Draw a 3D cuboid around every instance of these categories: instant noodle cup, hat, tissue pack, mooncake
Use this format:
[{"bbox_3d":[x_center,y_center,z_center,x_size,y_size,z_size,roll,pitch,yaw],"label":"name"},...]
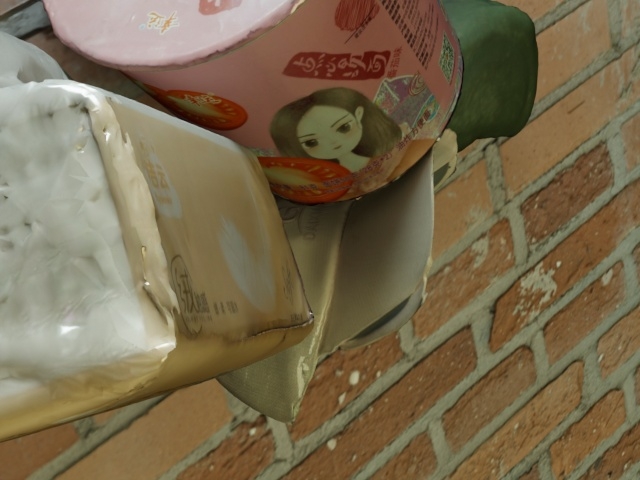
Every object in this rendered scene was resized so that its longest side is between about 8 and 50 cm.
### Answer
[{"bbox_3d":[-0.029,-0.161,0.897,0.243,0.243,0.231,-56,145,-9],"label":"instant noodle cup"},{"bbox_3d":[0.000,0.000,1.002,0.219,0.164,0.226,-69,-179,-55],"label":"hat"},{"bbox_3d":[-0.153,-0.013,0.693,0.305,0.238,0.239,7,106,-79],"label":"tissue pack"},{"bbox_3d":[0.110,-0.132,1.135,0.175,0.104,0.169,21,90,-51],"label":"mooncake"}]
